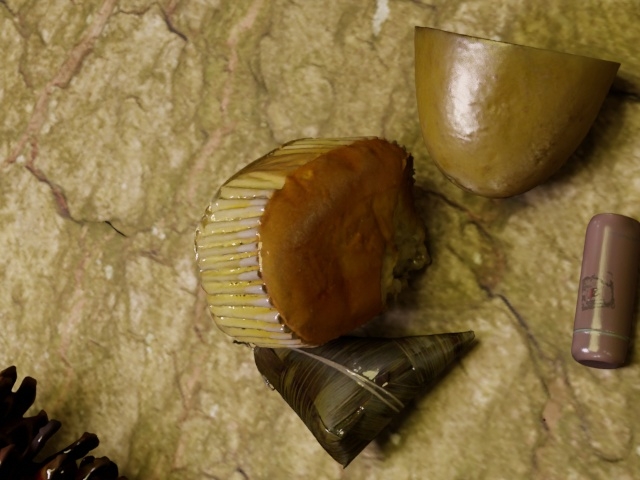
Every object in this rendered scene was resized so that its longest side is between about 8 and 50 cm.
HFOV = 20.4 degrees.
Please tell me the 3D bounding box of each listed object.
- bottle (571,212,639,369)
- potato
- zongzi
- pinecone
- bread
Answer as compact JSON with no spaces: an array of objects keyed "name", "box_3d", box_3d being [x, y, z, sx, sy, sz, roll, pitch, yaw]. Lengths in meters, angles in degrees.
[{"name":"bottle","box_3d":[0.265,0.047,1.648,0.053,0.053,0.140,-1,72,34]},{"name":"potato","box_3d":[0.170,-0.120,1.722,0.203,0.178,0.158,16,97,13]},{"name":"zongzi","box_3d":[0.035,0.106,1.774,0.184,0.084,0.187,-42,48,-4]},{"name":"pinecone","box_3d":[-0.325,0.257,1.862,0.292,0.246,0.246,21,84,18]},{"name":"bread","box_3d":[0.000,0.000,1.730,0.133,0.250,0.179,-6,110,45]}]
